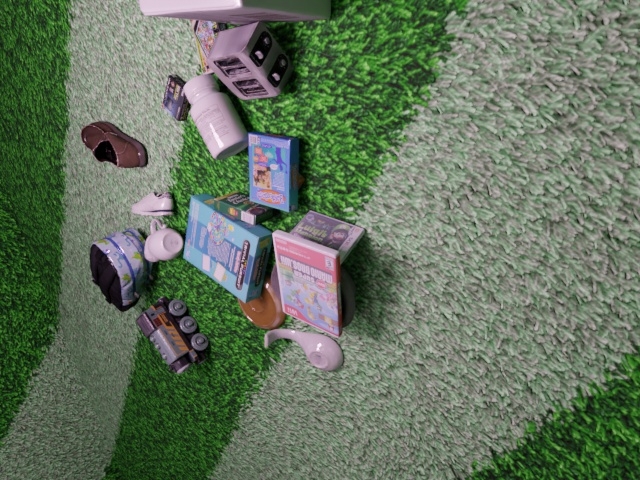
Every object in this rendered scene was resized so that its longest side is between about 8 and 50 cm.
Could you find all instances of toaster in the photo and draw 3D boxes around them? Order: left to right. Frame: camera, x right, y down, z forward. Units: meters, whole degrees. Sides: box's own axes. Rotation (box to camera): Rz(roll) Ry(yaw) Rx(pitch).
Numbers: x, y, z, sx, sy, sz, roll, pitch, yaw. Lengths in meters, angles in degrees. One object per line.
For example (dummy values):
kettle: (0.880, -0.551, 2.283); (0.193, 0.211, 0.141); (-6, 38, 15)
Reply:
toaster: (-0.194, -0.476, 1.154); (0.185, 0.168, 0.110); (8, 69, 34)

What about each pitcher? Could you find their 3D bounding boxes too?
pitcher: (-0.630, -0.007, 1.725); (0.207, 0.125, 0.178); (-8, 88, 50)

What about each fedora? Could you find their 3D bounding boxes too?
fedora: (0.000, 0.134, 1.294); (0.275, 0.124, 0.244); (31, 126, 17)

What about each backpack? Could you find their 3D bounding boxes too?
backpack: (-0.861, 0.105, 1.864); (0.290, 0.273, 0.356); (51, 157, 13)

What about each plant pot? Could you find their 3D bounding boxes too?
plant pot: (-0.222, 0.219, 1.558); (0.236, 0.032, 0.237); (14, 116, 31)

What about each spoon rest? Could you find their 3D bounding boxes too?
spoon rest: (-0.050, 0.358, 1.469); (0.276, 0.084, 0.138); (14, 118, 17)

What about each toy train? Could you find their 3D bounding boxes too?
toy train: (-0.620, 0.398, 1.826); (0.142, 0.190, 0.334); (-40, 83, 41)

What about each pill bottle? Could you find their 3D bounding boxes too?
pill bottle: (-0.319, -0.376, 1.321); (0.131, 0.131, 0.230); (-27, 91, 41)

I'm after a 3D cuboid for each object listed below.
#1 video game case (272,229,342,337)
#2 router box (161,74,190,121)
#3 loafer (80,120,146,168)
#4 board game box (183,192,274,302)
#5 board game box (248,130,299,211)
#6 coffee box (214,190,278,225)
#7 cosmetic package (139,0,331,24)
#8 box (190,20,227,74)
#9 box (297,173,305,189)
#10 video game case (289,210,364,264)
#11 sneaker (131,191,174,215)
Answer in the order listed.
video game case: (-0.033, 0.121, 1.181); (0.203, 0.025, 0.286); (19, 130, 30)
router box: (-0.482, -0.479, 1.461); (0.092, 0.038, 0.123); (41, 128, 16)
loafer: (-0.851, -0.382, 1.718); (0.365, 0.130, 0.134); (23, 121, 28)
board game box: (-0.328, 0.020, 1.502); (0.335, 0.079, 0.254); (30, 119, 27)
board game box: (-0.139, -0.203, 1.276); (0.160, 0.047, 0.211); (18, 117, 30)
coffee box: (-0.239, -0.106, 1.384); (0.184, 0.113, 0.041); (22, 121, 30)
cosmetic package: (-0.190, -0.710, 0.957); (0.327, 0.329, 0.394); (15, 116, 32)
box: (-0.326, -0.613, 1.291); (0.114, 0.036, 0.207); (0, 108, 37)
box: (-0.115, -0.199, 1.309); (0.136, 0.028, 0.081); (48, 129, 14)
video game case: (0.000, 0.000, 1.214); (0.190, 0.173, 0.022); (20, 144, 29)
sneaker: (-0.663, -0.145, 1.717); (0.234, 0.090, 0.095); (3, 97, 32)
